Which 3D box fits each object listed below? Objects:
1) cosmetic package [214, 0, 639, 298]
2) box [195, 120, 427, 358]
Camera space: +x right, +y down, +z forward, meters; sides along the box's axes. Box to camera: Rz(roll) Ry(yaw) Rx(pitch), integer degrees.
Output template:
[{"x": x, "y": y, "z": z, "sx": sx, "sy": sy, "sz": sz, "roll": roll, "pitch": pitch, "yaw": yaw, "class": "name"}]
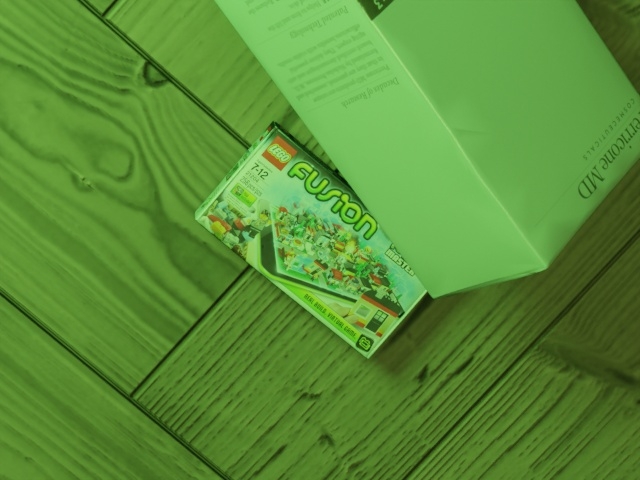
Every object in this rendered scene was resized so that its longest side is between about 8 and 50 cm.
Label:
[{"x": 0.088, "y": -0.167, "z": 1.523, "sx": 0.385, "sy": 0.156, "sz": 0.217, "roll": 51, "pitch": 55, "yaw": -13, "class": "cosmetic package"}, {"x": 0.000, "y": 0.000, "z": 1.660, "sx": 0.207, "sy": 0.036, "sz": 0.114, "roll": 39, "pitch": 97, "yaw": -12, "class": "box"}]
